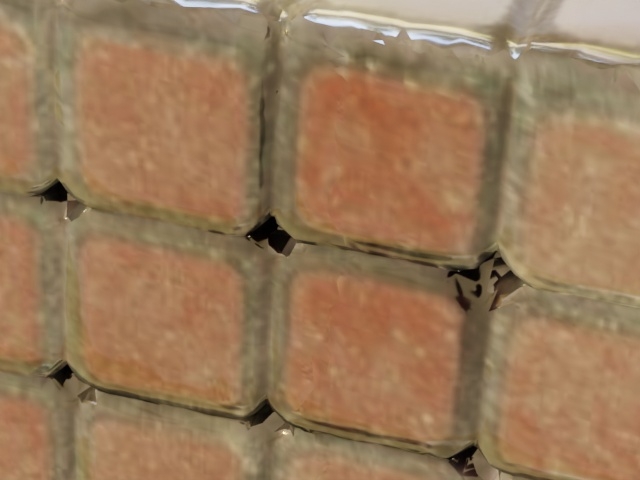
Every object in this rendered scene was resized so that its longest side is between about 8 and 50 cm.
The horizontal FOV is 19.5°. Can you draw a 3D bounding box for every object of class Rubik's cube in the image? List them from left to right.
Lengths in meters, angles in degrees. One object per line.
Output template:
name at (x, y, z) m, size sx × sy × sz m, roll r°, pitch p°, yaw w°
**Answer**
Rubik's cube at (0.000, 0.000, 0.492) m, size 0.238 × 0.237 × 0.237 m, roll 12°, pitch 120°, yaw 12°
